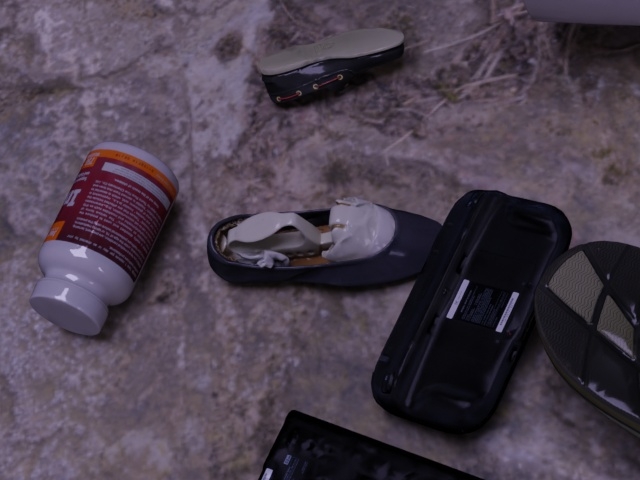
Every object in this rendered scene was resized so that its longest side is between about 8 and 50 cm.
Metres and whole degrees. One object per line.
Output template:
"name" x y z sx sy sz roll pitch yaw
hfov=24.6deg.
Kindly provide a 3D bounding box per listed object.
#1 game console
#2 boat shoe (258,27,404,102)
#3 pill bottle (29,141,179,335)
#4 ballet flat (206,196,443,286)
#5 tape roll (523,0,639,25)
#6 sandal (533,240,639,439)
"game console" 0.095 0.123 1.098 0.213 0.044 0.361 18 70 26
"boat shoe" 0.013 -0.157 1.310 0.133 0.042 0.049 -14 31 8
"pill bottle" -0.186 -0.001 1.245 0.086 0.086 0.152 11 62 23
"ballet flat" 0.000 0.000 1.197 0.203 0.074 0.074 -4 58 15
"tape roll" 0.265 -0.296 1.193 0.169 0.246 0.246 7 61 21
"sandal" 0.270 0.122 1.034 0.303 0.086 0.120 42 71 18
